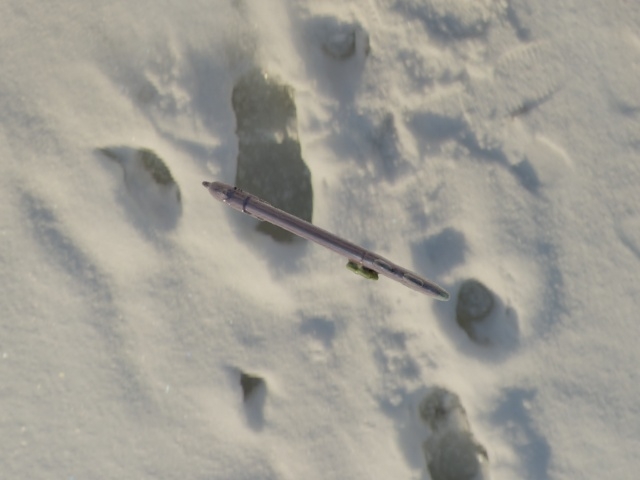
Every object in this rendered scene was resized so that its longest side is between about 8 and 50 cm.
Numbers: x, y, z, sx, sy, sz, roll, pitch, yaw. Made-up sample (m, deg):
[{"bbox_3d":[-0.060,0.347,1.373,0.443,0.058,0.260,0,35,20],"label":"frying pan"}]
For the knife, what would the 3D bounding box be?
[{"bbox_3d":[0.000,0.001,1.449,0.038,0.398,0.132,-63,151,-1],"label":"knife"}]
